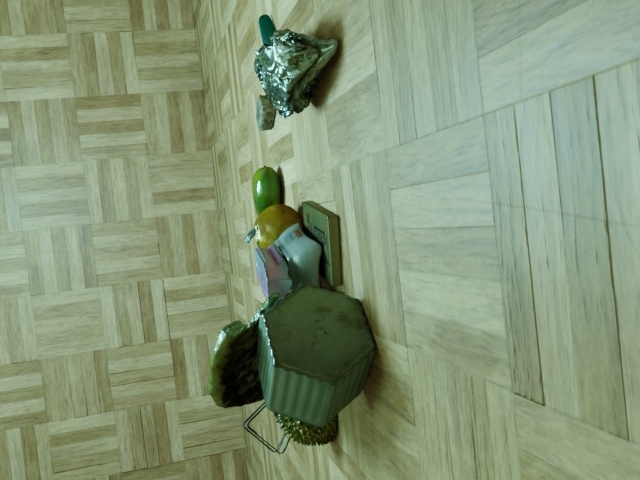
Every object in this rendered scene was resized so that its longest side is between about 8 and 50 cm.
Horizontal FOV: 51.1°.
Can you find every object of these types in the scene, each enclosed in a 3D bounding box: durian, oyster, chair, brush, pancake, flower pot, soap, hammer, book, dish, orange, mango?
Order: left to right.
[{"bbox_3d":[-0.139,0.247,1.499,0.067,0.305,0.427,38,-179,24],"label":"pancake"},{"bbox_3d":[-0.180,0.061,2.156,0.029,0.103,0.246,-129,27,-54],"label":"hammer"},{"bbox_3d":[-0.162,-0.133,1.982,0.191,0.085,0.122,99,156,-44],"label":"mango"},{"bbox_3d":[-0.134,-0.531,1.784,0.032,0.043,0.193,75,180,-57],"label":"brush"},{"bbox_3d":[-0.108,0.084,1.533,0.149,0.056,0.100,-127,31,-61],"label":"soap"},{"bbox_3d":[-0.111,-0.018,1.750,0.154,0.134,0.155,180,90,-72],"label":"orange"},{"bbox_3d":[-0.122,0.544,2.125,0.145,0.221,0.140,39,160,-1],"label":"chair"},{"bbox_3d":[-0.058,-0.363,1.416,0.162,0.158,0.351,43,164,-16],"label":"oyster"},{"bbox_3d":[-0.056,0.057,1.584,0.212,0.077,0.151,-134,38,-67],"label":"dish"},{"bbox_3d":[-0.050,0.404,1.702,0.193,0.137,0.237,109,152,-58],"label":"durian"},{"bbox_3d":[-0.015,0.229,1.347,0.190,0.209,0.239,102,157,-51],"label":"flower pot"},{"bbox_3d":[0.000,0.000,1.543,0.231,0.026,0.161,-144,49,-71],"label":"book"}]

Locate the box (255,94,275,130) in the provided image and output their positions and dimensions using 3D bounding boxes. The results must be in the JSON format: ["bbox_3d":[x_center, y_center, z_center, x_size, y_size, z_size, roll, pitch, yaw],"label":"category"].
[{"bbox_3d":[-0.159,-0.370,1.939,0.098,0.045,0.062,108,150,-56],"label":"box"}]
